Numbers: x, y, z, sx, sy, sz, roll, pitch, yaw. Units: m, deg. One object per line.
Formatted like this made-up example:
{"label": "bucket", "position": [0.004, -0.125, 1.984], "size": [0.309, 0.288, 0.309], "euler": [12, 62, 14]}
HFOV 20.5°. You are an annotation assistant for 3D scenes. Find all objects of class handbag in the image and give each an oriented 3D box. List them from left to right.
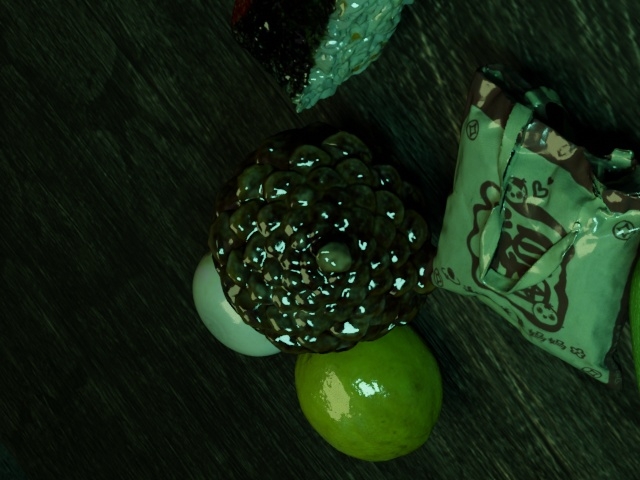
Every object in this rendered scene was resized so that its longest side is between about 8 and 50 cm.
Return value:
{"label": "handbag", "position": [0.191, -0.006, 1.490], "size": [0.213, 0.127, 0.235], "euler": [37, 135, 29]}

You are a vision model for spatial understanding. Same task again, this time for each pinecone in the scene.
{"label": "pinecone", "position": [0.000, 0.000, 1.704], "size": [0.224, 0.224, 0.272], "euler": [57, 176, -4]}

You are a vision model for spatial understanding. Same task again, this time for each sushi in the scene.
{"label": "sushi", "position": [0.013, -0.221, 1.521], "size": [0.126, 0.136, 0.225], "euler": [44, 143, 15]}

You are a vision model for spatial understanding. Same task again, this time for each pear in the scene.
{"label": "pear", "position": [0.051, 0.150, 1.854], "size": [0.162, 0.149, 0.149], "euler": [54, 153, -14]}

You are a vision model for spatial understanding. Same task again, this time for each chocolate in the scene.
{"label": "chocolate", "position": [-0.067, 0.043, 1.923], "size": [0.221, 0.147, 0.221], "euler": [42, 151, 31]}

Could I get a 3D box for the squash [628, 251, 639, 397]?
{"label": "squash", "position": [0.316, 0.170, 1.399], "size": [0.107, 0.107, 0.395], "euler": [17, 130, 49]}
